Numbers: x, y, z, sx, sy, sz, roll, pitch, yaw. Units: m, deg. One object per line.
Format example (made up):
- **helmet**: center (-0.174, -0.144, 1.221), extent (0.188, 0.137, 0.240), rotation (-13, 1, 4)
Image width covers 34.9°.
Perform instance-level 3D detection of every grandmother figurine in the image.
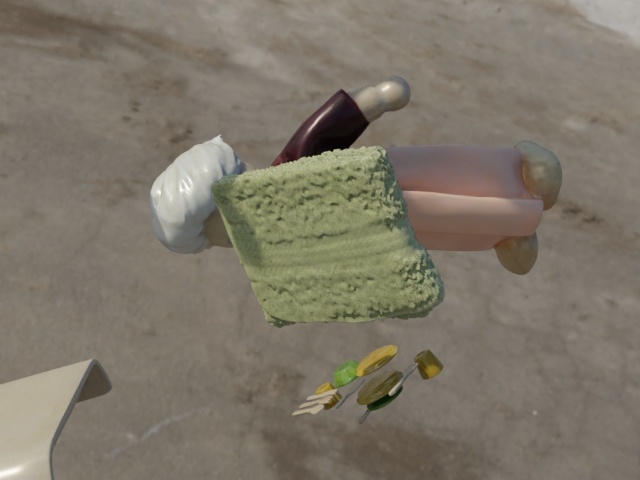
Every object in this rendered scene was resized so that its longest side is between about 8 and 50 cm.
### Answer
- **grandmother figurine**: center (0.030, -0.036, 0.834), extent (0.342, 0.208, 0.104), rotation (-2, 24, -22)

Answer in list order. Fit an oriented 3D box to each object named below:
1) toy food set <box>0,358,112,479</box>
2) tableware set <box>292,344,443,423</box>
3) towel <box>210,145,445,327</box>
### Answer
- **toy food set**: center (-0.362, 0.241, 1.125), extent (0.219, 0.092, 0.306), rotation (-15, 15, 2)
- **tableware set**: center (0.049, 0.131, 0.941), extent (0.104, 0.154, 0.024), rotation (-42, 102, -41)
- **towel**: center (0.000, 0.000, 0.607), extent (0.148, 0.110, 0.027), rotation (-9, 20, 45)
